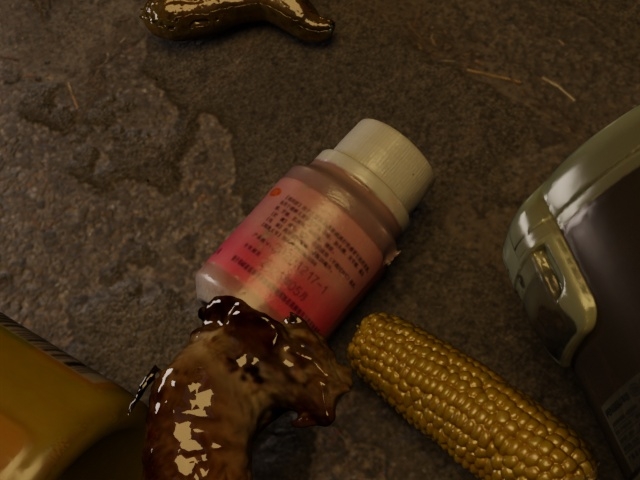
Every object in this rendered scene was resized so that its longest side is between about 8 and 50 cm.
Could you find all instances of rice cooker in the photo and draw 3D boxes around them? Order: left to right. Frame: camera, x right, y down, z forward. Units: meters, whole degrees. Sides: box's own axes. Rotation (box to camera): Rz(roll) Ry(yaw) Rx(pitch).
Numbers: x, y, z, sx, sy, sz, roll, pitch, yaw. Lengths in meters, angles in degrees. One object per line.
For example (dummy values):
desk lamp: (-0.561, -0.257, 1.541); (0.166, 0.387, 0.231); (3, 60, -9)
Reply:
rice cooker: (0.339, 0.037, 0.826); (0.335, 0.335, 0.325); (-21, 64, 0)

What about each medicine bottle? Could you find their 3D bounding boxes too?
medicine bottle: (-0.362, 0.160, 0.946); (0.384, 0.224, 0.224); (27, 72, 19)
medicine bottle: (0.000, 0.000, 1.005); (0.147, 0.147, 0.247); (35, 75, 23)

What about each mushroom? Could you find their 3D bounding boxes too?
mushroom: (-0.092, 0.261, 0.768); (0.334, 0.356, 0.331); (-20, 27, -33)

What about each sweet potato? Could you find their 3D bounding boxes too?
sweet potato: (-0.096, -0.271, 1.197); (0.233, 0.062, 0.081); (2, 81, 7)

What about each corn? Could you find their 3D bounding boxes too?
corn: (0.136, 0.157, 0.935); (0.260, 0.091, 0.091); (35, 40, 23)
